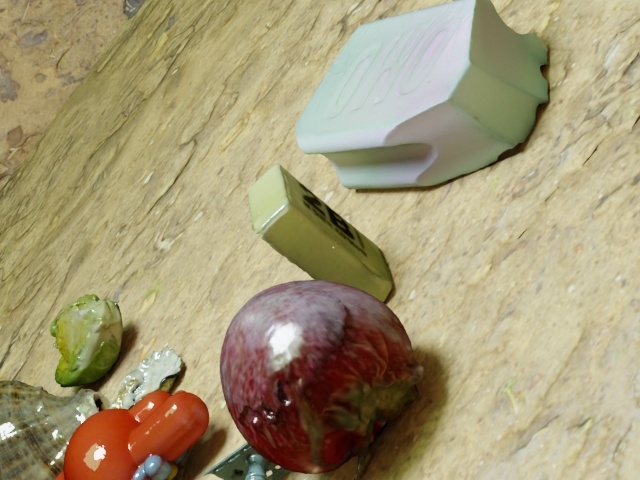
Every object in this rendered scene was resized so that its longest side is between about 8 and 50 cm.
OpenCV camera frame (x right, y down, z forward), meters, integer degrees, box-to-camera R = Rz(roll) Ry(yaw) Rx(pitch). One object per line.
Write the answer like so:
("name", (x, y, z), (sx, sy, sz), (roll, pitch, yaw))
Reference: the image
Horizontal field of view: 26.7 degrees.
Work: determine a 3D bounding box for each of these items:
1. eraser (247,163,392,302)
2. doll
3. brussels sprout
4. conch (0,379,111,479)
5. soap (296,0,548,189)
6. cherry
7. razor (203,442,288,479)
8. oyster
("eraser", (0.000, 0.000, 1.509), (0.058, 0.172, 0.117), (-45, 24, 13))
("doll", (-0.247, 0.275, 1.644), (0.290, 0.130, 0.161), (-41, 23, 12))
("brussels sprout", (-0.351, 0.156, 2.051), (0.181, 0.100, 0.139), (-30, 42, 40))
("conch", (-0.445, 0.287, 1.956), (0.291, 0.159, 0.210), (-35, 28, 33))
("soap", (0.121, -0.171, 1.597), (0.208, 0.115, 0.347), (-60, 24, -14))
("cherry", (-0.015, 0.128, 1.352), (0.250, 0.175, 0.192), (26, 89, 59))
("razor", (-0.066, 0.307, 1.361), (0.106, 0.068, 0.232), (-39, 33, 32))
("oyster", (-0.239, 0.204, 1.830), (0.121, 0.045, 0.146), (-35, 21, 42))
